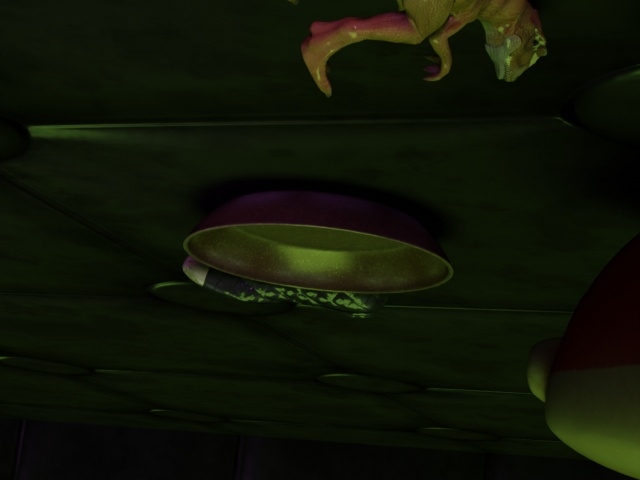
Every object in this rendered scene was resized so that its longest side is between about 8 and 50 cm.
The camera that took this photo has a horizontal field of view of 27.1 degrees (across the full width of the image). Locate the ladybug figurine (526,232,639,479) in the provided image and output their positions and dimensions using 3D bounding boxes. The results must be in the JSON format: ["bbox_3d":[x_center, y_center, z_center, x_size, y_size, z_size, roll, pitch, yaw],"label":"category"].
[{"bbox_3d":[0.339,0.058,0.739,0.449,0.162,0.305,0,179,16],"label":"ladybug figurine"}]

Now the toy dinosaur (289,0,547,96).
[{"bbox_3d":[0.035,-0.110,0.518,0.112,0.064,0.211,-18,168,17],"label":"toy dinosaur"}]

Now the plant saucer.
[{"bbox_3d":[0.000,0.000,0.975,0.199,0.036,0.198,7,166,2],"label":"plant saucer"}]

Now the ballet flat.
[{"bbox_3d":[-0.028,0.027,1.103,0.173,0.049,0.057,8,-152,-1],"label":"ballet flat"}]
